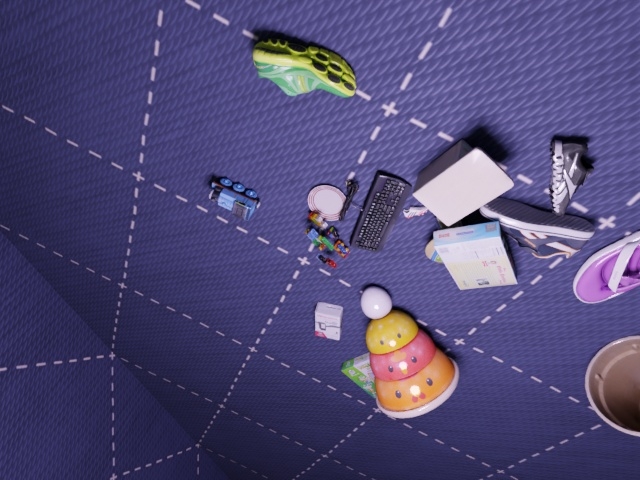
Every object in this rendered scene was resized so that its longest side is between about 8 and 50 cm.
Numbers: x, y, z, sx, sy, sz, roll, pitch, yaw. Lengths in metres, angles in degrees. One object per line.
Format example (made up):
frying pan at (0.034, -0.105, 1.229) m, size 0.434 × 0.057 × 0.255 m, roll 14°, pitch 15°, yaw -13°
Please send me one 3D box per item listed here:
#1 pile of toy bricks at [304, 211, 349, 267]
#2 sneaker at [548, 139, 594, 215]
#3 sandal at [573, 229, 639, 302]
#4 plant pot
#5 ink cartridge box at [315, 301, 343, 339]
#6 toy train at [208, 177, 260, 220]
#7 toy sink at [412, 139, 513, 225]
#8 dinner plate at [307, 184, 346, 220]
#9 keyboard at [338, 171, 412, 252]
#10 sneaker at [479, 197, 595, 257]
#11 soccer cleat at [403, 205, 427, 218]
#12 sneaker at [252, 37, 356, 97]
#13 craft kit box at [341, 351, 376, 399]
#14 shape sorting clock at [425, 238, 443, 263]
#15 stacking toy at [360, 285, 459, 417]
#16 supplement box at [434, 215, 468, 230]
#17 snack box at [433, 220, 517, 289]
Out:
pile of toy bricks at (0.000, 0.000, 1.578) m, size 0.212 × 0.118 × 0.105 m, roll 48°, pitch 167°, yaw -33°
sneaker at (0.681, -0.167, 1.198) m, size 0.106 × 0.078 × 0.234 m, roll -2°, pitch 125°, yaw 24°
sandal at (0.923, 0.068, 1.286) m, size 0.169 × 0.102 × 0.416 m, roll 31°, pitch 130°, yaw -6°
plant pot at (1.138, 0.536, 1.484) m, size 0.305 × 0.333 × 0.334 m, roll 35°, pitch 132°, yaw -26°
ink cartridge box at (0.035, 0.339, 1.853) m, size 0.109 × 0.063 × 0.150 m, roll 9°, pitch 131°, yaw 12°
toy train at (-0.305, -0.148, 1.547) m, size 0.184 × 0.105 × 0.080 m, roll 25°, pitch 132°, yaw -2°
toy sink at (0.405, -0.179, 1.253) m, size 0.153 × 0.131 × 0.234 m, roll 38°, pitch 135°, yaw -13°
dinner plate at (0.026, -0.129, 1.504) m, size 0.141 × 0.017 × 0.141 m, roll 9°, pitch 131°, yaw 11°
keyboard at (0.158, -0.092, 1.467) m, size 0.202 × 0.033 × 0.317 m, roll 17°, pitch 131°, yaw -2°
sneaker at (0.618, -0.026, 1.305) m, size 0.321 × 0.126 × 0.127 m, roll 16°, pitch 129°, yaw 7°
soccer cleat at (0.307, -0.097, 1.423) m, size 0.083 × 0.029 × 0.035 m, roll -19°, pitch 123°, yaw 37°
sneaker at (-0.041, -0.461, 1.216) m, size 0.296 × 0.109 × 0.123 m, roll 20°, pitch 153°, yaw 2°
craft kit box at (0.266, 0.607, 2.000) m, size 0.246 × 0.061 × 0.250 m, roll 44°, pitch 128°, yaw -14°
shape sorting clock at (0.445, 0.023, 1.430) m, size 0.206 × 0.040 × 0.206 m, roll 5°, pitch 149°, yaw 3°
stacking toy at (0.280, 0.394, 1.699) m, size 0.351 × 0.350 × 0.480 m, roll -24°, pitch 101°, yaw 33°
supplement box at (0.413, -0.063, 1.393) m, size 0.083 × 0.056 × 0.083 m, roll -12°, pitch 123°, yaw 28°
snack box at (0.491, 0.058, 1.379) m, size 0.187 × 0.060 × 0.322 m, roll -10°, pitch 146°, yaw 28°
